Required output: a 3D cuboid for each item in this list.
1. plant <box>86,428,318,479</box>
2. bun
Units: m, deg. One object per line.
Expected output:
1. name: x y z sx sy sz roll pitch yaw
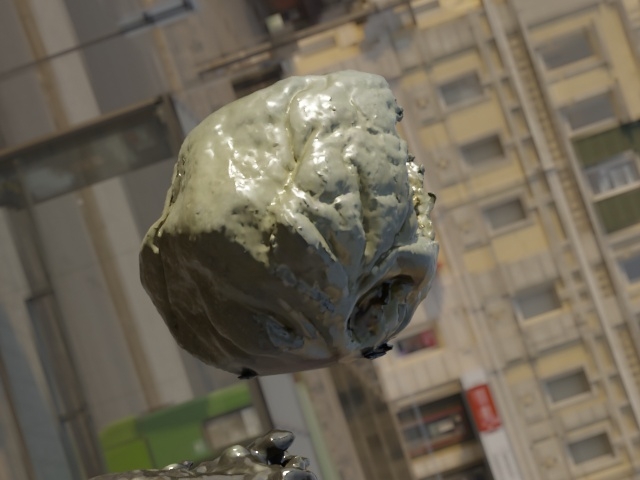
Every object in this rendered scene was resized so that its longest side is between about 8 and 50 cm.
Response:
1. plant: -0.053 0.220 0.913 0.178 0.234 0.204 164 -74 -66
2. bun: -0.014 0.007 1.226 0.205 0.281 0.281 55 -6 30
